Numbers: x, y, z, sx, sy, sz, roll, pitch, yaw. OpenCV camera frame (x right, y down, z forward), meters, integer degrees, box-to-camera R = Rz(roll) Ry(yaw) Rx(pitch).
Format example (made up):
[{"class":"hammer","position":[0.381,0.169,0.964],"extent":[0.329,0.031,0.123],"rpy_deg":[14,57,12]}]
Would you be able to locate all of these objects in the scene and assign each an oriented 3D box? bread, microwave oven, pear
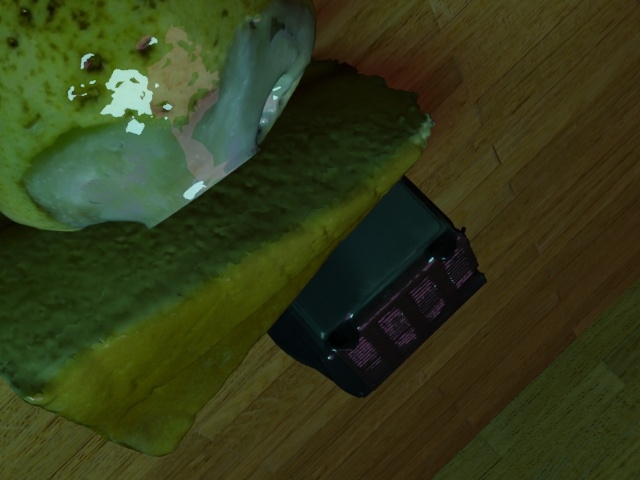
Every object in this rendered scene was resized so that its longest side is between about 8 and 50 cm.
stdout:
[{"class":"bread","position":[-0.111,-0.053,1.032],"extent":[0.362,0.233,0.245],"rpy_deg":[-47,154,-5]},{"class":"microwave oven","position":[0.001,0.000,1.259],"extent":[0.188,0.247,0.178],"rpy_deg":[-41,158,-4]},{"class":"pear","position":[-0.142,-0.134,0.865],"extent":[0.271,0.271,0.271],"rpy_deg":[-35,154,-20]}]
